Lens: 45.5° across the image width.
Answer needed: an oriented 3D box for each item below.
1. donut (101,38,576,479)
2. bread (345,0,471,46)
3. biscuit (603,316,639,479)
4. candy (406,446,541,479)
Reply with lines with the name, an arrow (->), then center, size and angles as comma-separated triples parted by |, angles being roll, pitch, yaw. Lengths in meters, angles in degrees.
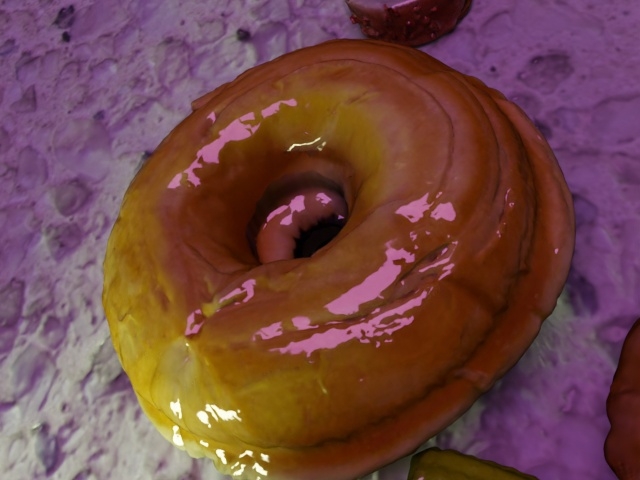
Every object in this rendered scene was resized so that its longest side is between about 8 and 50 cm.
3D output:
donut -> 0.000, 0.000, 0.704 | 0.449, 0.198, 0.448 | -11, 56, 17
bread -> 0.103, -0.309, 0.912 | 0.161, 0.073, 0.160 | -9, 59, 15
biscuit -> 0.353, 0.117, 0.505 | 0.326, 0.107, 0.325 | -35, 35, 29
candy -> 0.160, 0.227, 0.577 | 0.210, 0.096, 0.096 | 16, 69, 21
